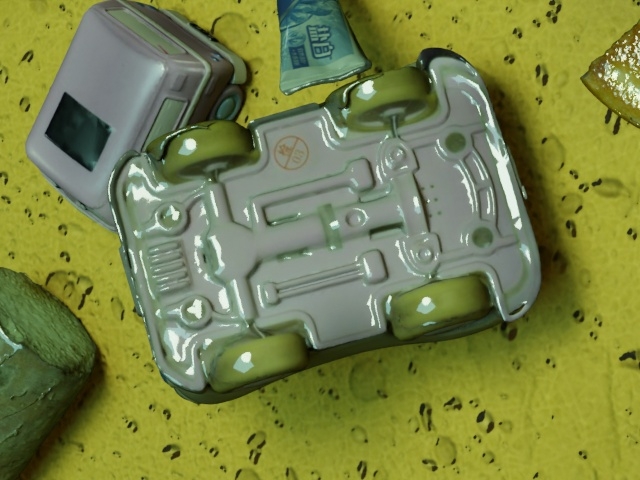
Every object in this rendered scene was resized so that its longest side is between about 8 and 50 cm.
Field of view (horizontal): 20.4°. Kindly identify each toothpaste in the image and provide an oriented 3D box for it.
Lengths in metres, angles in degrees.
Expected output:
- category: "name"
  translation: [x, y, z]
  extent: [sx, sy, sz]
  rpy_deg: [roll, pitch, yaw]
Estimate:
- category: "toothpaste"
  translation: [-0.011, -0.207, 1.549]
  extent: [0.268, 0.069, 0.047]
  rpy_deg: [-101, 26, -52]

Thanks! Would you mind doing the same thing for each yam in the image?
- category: "yam"
  translation: [-0.344, 0.165, 1.788]
  extent: [0.161, 0.161, 0.268]
  rpy_deg: [47, 115, 21]

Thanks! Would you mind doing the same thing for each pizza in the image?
- category: "pizza"
  translation: [0.302, -0.164, 1.452]
  extent: [0.184, 0.036, 0.176]
  rpy_deg: [6, 94, 33]

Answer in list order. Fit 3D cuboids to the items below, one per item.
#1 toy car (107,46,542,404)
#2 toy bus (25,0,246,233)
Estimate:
- category: "toy car"
  translation: [0.000, 0.000, 1.542]
  extent: [0.336, 0.226, 0.242]
  rpy_deg: [-17, 82, -5]
- category: "toy bus"
  translation: [-0.181, -0.113, 1.682]
  extent: [0.142, 0.142, 0.202]
  rpy_deg: [36, 110, 24]
